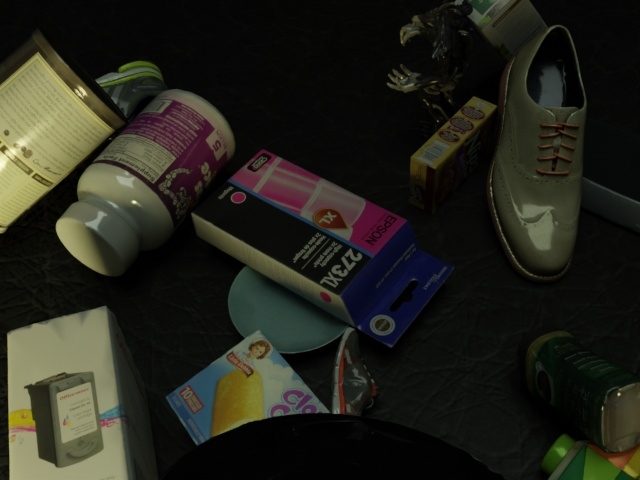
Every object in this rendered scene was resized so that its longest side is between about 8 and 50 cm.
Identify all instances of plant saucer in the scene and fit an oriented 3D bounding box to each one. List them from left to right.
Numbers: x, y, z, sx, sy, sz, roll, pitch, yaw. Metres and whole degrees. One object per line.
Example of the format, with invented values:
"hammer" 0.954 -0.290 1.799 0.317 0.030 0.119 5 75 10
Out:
"plant saucer" -0.039 0.094 1.139 0.195 0.037 0.195 -1 49 2

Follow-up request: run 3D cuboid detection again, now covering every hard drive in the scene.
"hard drive" 0.486 -0.115 1.267 0.255 0.054 0.172 31 59 26

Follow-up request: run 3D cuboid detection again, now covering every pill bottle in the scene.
"pill bottle" -0.277 -0.091 1.226 0.169 0.169 0.301 19 54 19

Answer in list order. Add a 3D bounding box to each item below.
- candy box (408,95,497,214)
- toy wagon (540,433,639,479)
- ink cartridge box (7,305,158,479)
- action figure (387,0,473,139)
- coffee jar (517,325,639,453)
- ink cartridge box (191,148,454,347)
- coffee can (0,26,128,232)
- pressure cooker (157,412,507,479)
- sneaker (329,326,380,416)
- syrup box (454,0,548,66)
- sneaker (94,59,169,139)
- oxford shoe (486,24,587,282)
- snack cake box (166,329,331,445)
"candy box" 0.221 -0.143 1.274 0.053 0.109 0.186 29 58 26
"toy wagon" 0.320 0.383 0.851 0.267 0.068 0.344 34 59 28
"ink cartridge box" -0.263 0.269 0.884 0.131 0.226 0.306 -14 49 -10
"action figure" 0.188 -0.303 1.301 0.141 0.275 0.164 11 52 18
"coffee jar" 0.324 0.180 0.963 0.079 0.096 0.184 -15 22 -16
"ink cartridge box" 0.000 0.000 1.154 0.371 0.069 0.176 29 57 23
"coffee can" -0.481 -0.175 1.231 0.275 0.201 0.201 -41 56 -1
"pressure cooker" -0.004 0.407 0.647 0.376 0.420 0.370 -1 24 -21
"sneaker" 0.048 0.196 1.041 0.065 0.061 0.157 7 61 -2
"syrup box" 0.345 -0.375 1.374 0.096 0.237 0.093 -45 52 16
"sneaker" -0.401 -0.225 1.391 0.300 0.111 0.121 -31 59 -18
"oxford shoe" 0.336 -0.137 1.171 0.141 0.146 0.396 0 76 -1
"snack cake box" -0.056 0.250 0.941 0.152 0.089 0.264 -37 48 -12
